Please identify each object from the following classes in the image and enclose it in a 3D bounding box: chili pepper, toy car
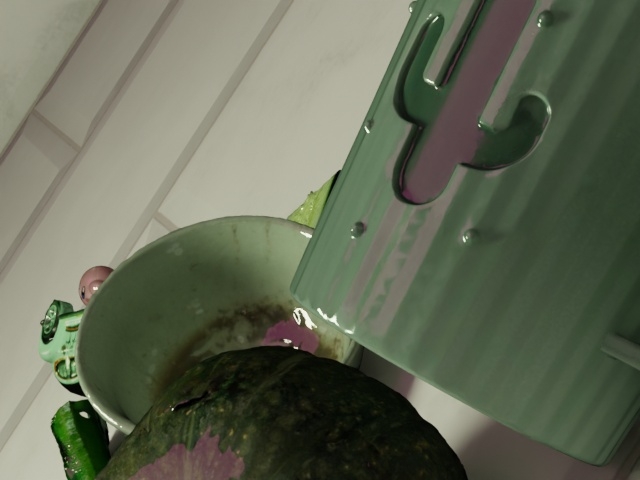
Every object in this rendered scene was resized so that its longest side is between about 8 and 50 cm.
[{"bbox_3d":[-0.278,0.283,1.804,0.062,0.108,0.216,-22,35,-3],"label":"chili pepper"},{"bbox_3d":[-0.257,0.140,1.869,0.306,0.136,0.125,-11,64,58],"label":"toy car"}]

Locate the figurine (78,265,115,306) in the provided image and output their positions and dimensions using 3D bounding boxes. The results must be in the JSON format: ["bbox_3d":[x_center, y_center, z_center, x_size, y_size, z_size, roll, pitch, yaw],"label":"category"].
[{"bbox_3d":[-0.322,0.071,2.173,0.067,0.071,0.083,-17,30,-12],"label":"figurine"}]

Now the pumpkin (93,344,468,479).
[{"bbox_3d":[-0.046,0.248,1.119,0.328,0.291,0.257,-65,-19,3],"label":"pumpkin"}]

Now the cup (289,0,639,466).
[{"bbox_3d":[0.195,-0.065,1.006,0.392,0.310,0.401,-62,20,1],"label":"cup"}]

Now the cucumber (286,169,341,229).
[{"bbox_3d":[0.000,0.000,1.618,0.116,0.062,0.115,-38,26,53],"label":"cucumber"}]

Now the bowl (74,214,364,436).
[{"bbox_3d":[-0.084,0.124,1.457,0.289,0.146,0.289,-7,45,7],"label":"bowl"}]
